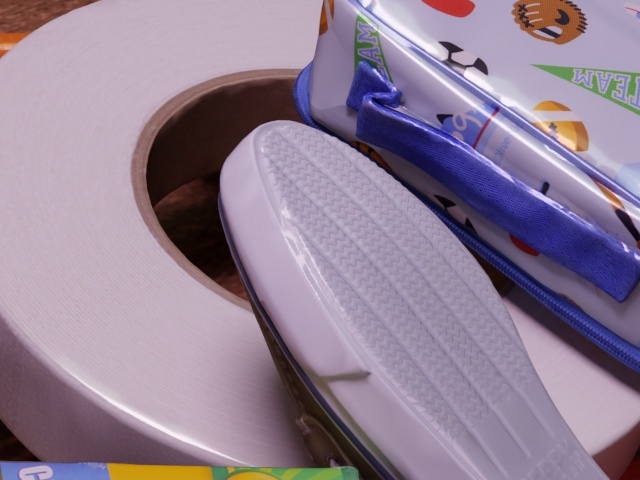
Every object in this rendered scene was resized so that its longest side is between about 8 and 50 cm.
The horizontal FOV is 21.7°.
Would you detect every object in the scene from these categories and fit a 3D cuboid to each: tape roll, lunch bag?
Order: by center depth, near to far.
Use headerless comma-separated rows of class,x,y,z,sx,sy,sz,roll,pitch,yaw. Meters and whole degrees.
lunch bag,0.140,-0.066,0.854,0.303,0.115,0.243,36,46,19
tape roll,0.000,0.000,0.873,0.392,0.072,0.392,9,42,-8

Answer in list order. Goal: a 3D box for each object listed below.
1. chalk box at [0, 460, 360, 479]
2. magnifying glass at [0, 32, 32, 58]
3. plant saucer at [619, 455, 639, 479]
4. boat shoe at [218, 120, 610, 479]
chalk box,-0.065,0.200,0.596,0.289,0.180,0.179,3,35,-7
magnifying glass,-0.177,-0.139,1.230,0.231,0.026,0.092,-1,35,-18
plant saucer,0.162,0.204,0.764,0.259,0.047,0.259,-5,35,-20
boat shoe,0.042,0.091,0.668,0.109,0.094,0.302,-18,70,-53
